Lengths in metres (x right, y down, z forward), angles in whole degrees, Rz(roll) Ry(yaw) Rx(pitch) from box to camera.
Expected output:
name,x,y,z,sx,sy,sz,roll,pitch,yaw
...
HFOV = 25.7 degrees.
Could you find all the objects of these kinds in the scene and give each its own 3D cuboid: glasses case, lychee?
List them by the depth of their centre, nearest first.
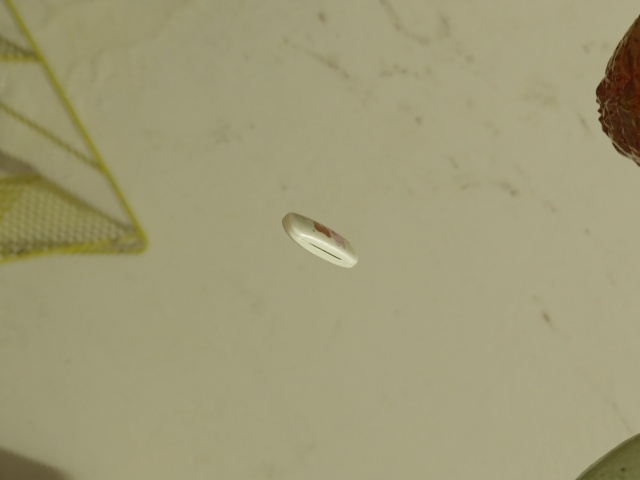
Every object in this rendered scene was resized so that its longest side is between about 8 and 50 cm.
name,x,y,z,sx,sy,sz,roll,pitch,yaw
glasses case,0.000,0.000,1.225,0.083,0.032,0.021,28,114,-37
lychee,0.454,-0.180,1.594,0.300,0.255,0.255,-28,177,33

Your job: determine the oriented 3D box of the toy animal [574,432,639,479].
name,x,y,z,sx,sy,sz,roll,pitch,yaw
toy animal,0.147,0.166,0.668,0.225,0.121,0.094,-33,165,12
